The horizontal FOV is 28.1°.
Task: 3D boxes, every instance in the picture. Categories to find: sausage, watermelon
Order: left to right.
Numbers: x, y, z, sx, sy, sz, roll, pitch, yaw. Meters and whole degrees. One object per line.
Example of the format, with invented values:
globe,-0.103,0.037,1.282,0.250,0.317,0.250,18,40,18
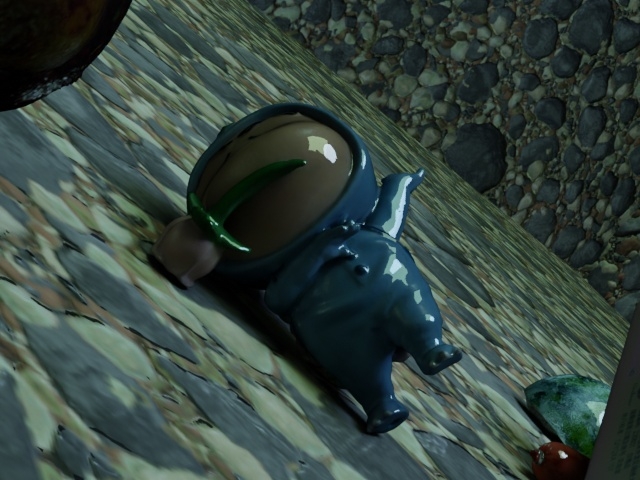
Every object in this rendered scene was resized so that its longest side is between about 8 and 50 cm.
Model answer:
watermelon,0.198,0.143,1.010,0.085,0.085,0.061,51,-27,45
sausage,0.216,0.188,0.877,0.253,0.034,0.034,36,11,-39

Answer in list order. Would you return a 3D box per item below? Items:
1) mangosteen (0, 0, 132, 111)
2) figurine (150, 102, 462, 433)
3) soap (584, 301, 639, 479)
mangosteen,-0.127,-0.133,0.465,0.172,0.184,0.172,36,27,-22
figurine,-0.005,0.002,0.627,0.178,0.114,0.144,55,15,24
soap,0.281,0.139,0.795,0.182,0.138,0.199,41,49,-16
